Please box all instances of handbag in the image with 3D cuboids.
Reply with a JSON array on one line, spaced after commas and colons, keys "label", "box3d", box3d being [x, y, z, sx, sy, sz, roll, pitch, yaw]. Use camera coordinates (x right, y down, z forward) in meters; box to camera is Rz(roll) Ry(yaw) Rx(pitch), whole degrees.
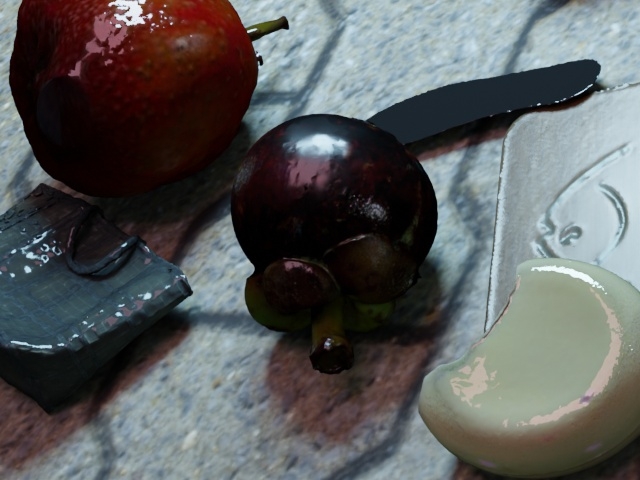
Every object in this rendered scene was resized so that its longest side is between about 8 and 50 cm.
[{"label": "handbag", "box3d": [-0.237, 0.039, 1.564, 0.175, 0.088, 0.270, -39, 40, -18]}]

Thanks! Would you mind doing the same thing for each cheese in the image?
[{"label": "cheese", "box3d": [0.195, 0.099, 1.214, 0.249, 0.071, 0.163, 14, 71, 35]}]

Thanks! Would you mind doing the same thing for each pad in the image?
[{"label": "pad", "box3d": [0.260, -0.021, 1.337, 0.284, 0.018, 0.286, -12, 45, 24]}]

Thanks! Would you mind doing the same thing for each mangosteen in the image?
[{"label": "mangosteen", "box3d": [0.002, -0.008, 1.392, 0.172, 0.172, 0.184, 34, 93, 48]}]

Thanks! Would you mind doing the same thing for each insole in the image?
[{"label": "insole", "box3d": [0.130, -0.117, 1.514, 0.232, 0.003, 0.080, -13, 34, 28]}]

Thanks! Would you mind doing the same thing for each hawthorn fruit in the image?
[{"label": "hawthorn fruit", "box3d": [-0.147, -0.162, 1.613, 0.266, 0.210, 0.230, -24, 31, -15]}]
